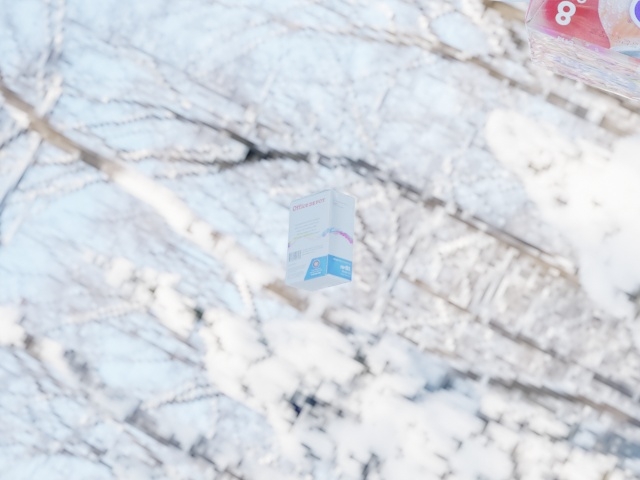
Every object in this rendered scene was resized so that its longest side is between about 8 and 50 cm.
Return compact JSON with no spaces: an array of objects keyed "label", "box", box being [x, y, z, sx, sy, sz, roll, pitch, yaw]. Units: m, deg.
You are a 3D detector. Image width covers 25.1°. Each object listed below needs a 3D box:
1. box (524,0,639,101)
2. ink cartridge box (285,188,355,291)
[{"label":"box","box":[0.237,-0.178,1.012,0.300,0.154,0.142,-15,-55,-81]},{"label":"ink cartridge box","box":[0.000,0.000,1.960,0.052,0.088,0.122,15,-110,-39]}]
